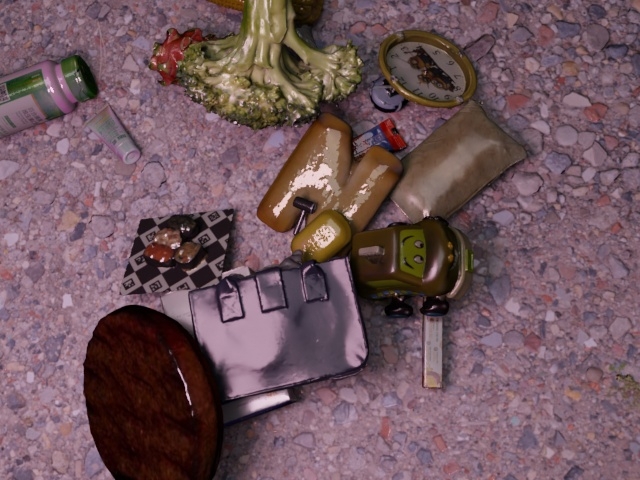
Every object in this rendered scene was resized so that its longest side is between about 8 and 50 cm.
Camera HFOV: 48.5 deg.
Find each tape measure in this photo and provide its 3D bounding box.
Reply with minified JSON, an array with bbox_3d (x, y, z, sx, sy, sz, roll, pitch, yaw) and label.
[{"bbox_3d":[0.161,-0.336,1.618,0.094,0.054,0.091,-36,77,-14],"label":"tape measure"}]

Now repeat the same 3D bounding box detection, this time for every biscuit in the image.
[{"bbox_3d":[-0.331,0.325,1.389,0.407,0.091,0.407,10,105,42],"label":"biscuit"},{"bbox_3d":[0.016,-0.110,1.548,0.237,0.062,0.290,37,98,13],"label":"biscuit"}]

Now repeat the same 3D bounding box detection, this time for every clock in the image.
[{"bbox_3d":[0.235,-0.374,1.593,0.237,0.057,0.237,8,57,-13],"label":"clock"}]

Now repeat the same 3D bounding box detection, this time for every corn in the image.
[{"bbox_3d":[-0.164,-0.602,1.691,0.344,0.131,0.131,16,78,13],"label":"corn"}]

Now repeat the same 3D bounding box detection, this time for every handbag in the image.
[{"bbox_3d":[-0.082,0.154,1.389,0.326,0.118,0.269,-12,82,1],"label":"handbag"}]

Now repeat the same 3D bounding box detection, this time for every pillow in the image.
[{"bbox_3d":[0.286,-0.161,1.547,0.302,0.075,0.185,-40,73,-1],"label":"pillow"}]

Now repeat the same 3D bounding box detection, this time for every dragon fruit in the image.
[{"bbox_3d":[-0.284,-0.426,1.655,0.236,0.137,0.135,-13,80,2],"label":"dragon fruit"}]

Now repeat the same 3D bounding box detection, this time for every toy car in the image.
[{"bbox_3d":[0.157,0.042,1.414,0.248,0.198,0.204,-8,72,37],"label":"toy car"}]

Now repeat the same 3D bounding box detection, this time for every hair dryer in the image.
[{"bbox_3d":[-0.043,-0.049,1.521,0.047,0.026,0.083,23,102,17],"label":"hair dryer"}]

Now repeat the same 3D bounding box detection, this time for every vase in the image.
[{"bbox_3d":[-0.016,-0.419,1.652,0.081,0.081,0.148,-34,77,-2],"label":"vase"}]

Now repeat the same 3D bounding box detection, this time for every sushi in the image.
[{"bbox_3d":[-0.317,0.009,1.535,0.231,0.047,0.219,-6,49,12],"label":"sushi"}]

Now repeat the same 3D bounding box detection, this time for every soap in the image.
[{"bbox_3d":[0.000,0.000,1.494,0.140,0.045,0.089,-42,78,16],"label":"soap"}]

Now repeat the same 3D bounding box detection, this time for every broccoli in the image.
[{"bbox_3d":[-0.151,-0.420,1.477,0.353,0.397,0.275,-38,42,-8],"label":"broccoli"}]

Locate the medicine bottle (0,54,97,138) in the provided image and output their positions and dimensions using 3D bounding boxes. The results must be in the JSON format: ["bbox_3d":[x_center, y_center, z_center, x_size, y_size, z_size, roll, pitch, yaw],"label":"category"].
[{"bbox_3d":[-0.677,-0.344,1.684,0.274,0.133,0.133,-21,74,2],"label":"medicine bottle"}]

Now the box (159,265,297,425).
[{"bbox_3d":[-0.192,0.227,1.494,0.200,0.106,0.299,-20,76,2],"label":"box"}]

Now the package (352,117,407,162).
[{"bbox_3d":[0.091,-0.200,1.609,0.200,0.022,0.083,-27,75,-1],"label":"package"}]

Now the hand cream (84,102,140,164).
[{"bbox_3d":[-0.491,-0.253,1.688,0.076,0.047,0.174,-42,66,-4],"label":"hand cream"}]

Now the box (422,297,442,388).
[{"bbox_3d":[0.231,0.204,1.475,0.041,0.050,0.207,2,76,6],"label":"box"}]
